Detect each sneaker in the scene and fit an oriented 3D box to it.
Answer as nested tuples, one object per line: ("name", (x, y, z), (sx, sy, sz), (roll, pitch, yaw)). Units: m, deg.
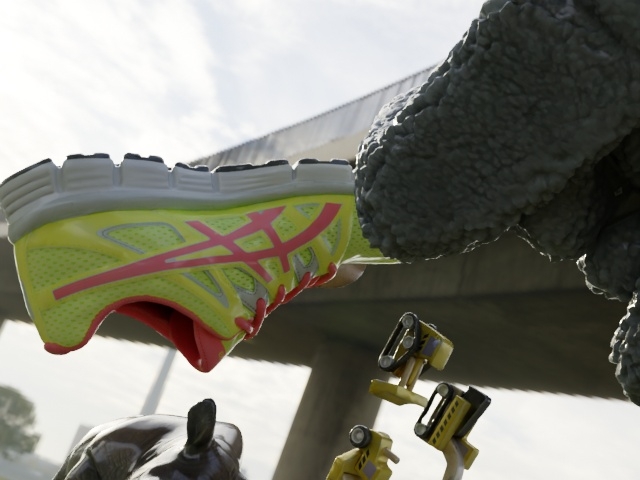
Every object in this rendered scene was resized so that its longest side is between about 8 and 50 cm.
("sneaker", (-0.042, 0.014, 0.465), (0.208, 0.094, 0.081), (-2, -14, -25))

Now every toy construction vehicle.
("toy construction vehicle", (0.051, 0.097, 0.505), (0.035, 0.098, 0.086), (27, -6, 41))

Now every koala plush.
("koala plush", (0.155, -0.074, 0.434), (0.196, 0.221, 0.203), (33, -60, 3))

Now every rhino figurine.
("rhino figurine", (-0.085, 0.119, 0.457), (0.073, 0.106, 0.243), (57, -25, -1))

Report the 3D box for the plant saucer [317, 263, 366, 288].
("plant saucer", (0.000, 0.000, 0.784), (0.083, 0.083, 0.015), (22, -43, -3))
